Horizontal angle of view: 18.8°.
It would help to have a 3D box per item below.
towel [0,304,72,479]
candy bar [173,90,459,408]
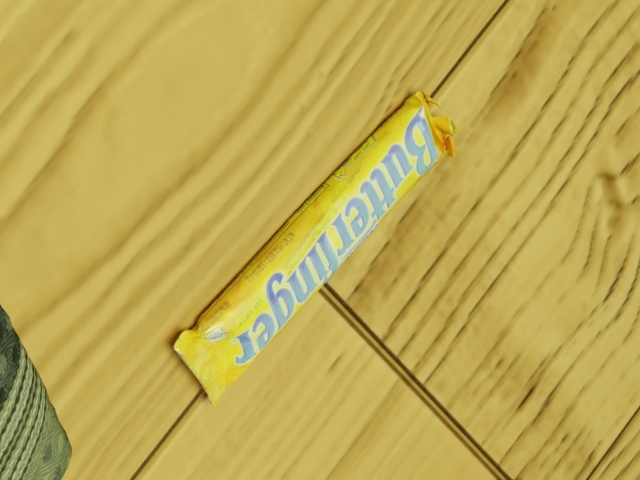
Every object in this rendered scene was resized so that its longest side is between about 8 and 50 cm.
[{"bbox_3d":[-0.192,0.117,0.565,0.312,0.056,0.324,75,33,-55],"label":"towel"},{"bbox_3d":[0.000,0.000,0.811,0.161,0.018,0.040,-46,131,-15],"label":"candy bar"}]
